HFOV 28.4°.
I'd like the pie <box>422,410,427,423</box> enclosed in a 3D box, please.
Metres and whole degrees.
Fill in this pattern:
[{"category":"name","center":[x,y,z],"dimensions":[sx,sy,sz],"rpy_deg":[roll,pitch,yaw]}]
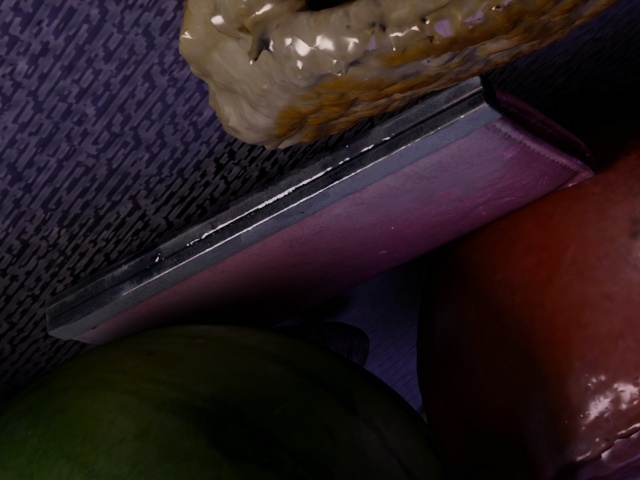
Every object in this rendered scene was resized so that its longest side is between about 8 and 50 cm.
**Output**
[{"category":"pie","center":[0.117,0.122,0.964],"dimensions":[0.084,0.021,0.084],"rpy_deg":[-22,155,-11]}]

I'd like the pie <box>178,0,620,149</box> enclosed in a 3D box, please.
[{"category":"pie","center":[0.051,-0.098,0.398],"dimensions":[0.205,0.084,0.179],"rpy_deg":[-26,-179,2]}]

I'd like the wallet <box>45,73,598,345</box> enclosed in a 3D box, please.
[{"category":"wallet","center":[0.000,0.000,0.565],"dimensions":[0.232,0.025,0.119],"rpy_deg":[-26,156,27]}]

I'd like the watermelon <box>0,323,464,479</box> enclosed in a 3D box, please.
[{"category":"watermelon","center":[-0.048,0.153,0.546],"dimensions":[0.242,0.242,0.242],"rpy_deg":[-22,154,-11]}]

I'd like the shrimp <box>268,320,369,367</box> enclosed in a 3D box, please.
[{"category":"shrimp","center":[-0.047,0.080,0.688],"dimensions":[0.165,0.057,0.065],"rpy_deg":[-17,159,-14]}]

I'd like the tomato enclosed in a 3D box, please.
[{"category":"tomato","center":[0.183,0.033,0.678],"dimensions":[0.289,0.176,0.335],"rpy_deg":[-17,159,-16]}]
